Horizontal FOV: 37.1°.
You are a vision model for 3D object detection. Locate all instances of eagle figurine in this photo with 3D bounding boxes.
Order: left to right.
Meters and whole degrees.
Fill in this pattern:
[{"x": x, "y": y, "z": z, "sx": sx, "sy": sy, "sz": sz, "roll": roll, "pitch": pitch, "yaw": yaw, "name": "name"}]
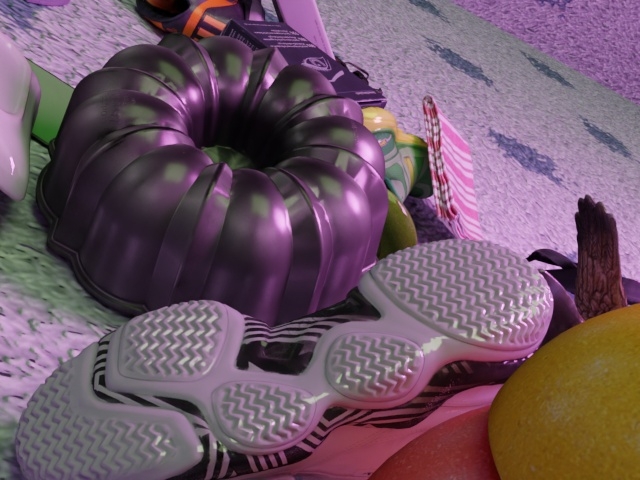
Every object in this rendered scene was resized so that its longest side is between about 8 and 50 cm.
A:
[{"x": 0.268, "y": 0.129, "z": 0.836, "sx": 0.298, "sy": 0.225, "sz": 0.226, "roll": 42, "pitch": -2, "yaw": 11, "name": "eagle figurine"}]

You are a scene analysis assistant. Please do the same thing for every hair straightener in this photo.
[{"x": 0.058, "y": -0.258, "z": 1.629, "sx": 0.089, "sy": 0.047, "sz": 0.230, "roll": 23, "pitch": 21, "yaw": -20, "name": "hair straightener"}]

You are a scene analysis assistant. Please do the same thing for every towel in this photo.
[{"x": 0.186, "y": -0.087, "z": 1.300, "sx": 0.144, "sy": 0.029, "sz": 0.197, "roll": 39, "pitch": 41, "yaw": -54, "name": "towel"}]

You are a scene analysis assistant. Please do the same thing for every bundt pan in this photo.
[{"x": -0.081, "y": -0.070, "z": 0.862, "sx": 0.330, "sy": 0.124, "sz": 0.331, "roll": 13, "pitch": 44, "yaw": -13, "name": "bundt pan"}]

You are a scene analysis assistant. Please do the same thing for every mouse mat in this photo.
[{"x": -0.326, "y": -0.165, "z": 1.022, "sx": 0.189, "sy": 0.007, "sz": 0.152, "roll": 32, "pitch": 24, "yaw": 2, "name": "mouse mat"}]

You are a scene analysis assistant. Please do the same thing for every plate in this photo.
[{"x": -0.346, "y": -0.183, "z": 0.827, "sx": 0.277, "sy": 0.045, "sz": 0.278, "roll": 44, "pitch": 10, "yaw": -28, "name": "plate"}]

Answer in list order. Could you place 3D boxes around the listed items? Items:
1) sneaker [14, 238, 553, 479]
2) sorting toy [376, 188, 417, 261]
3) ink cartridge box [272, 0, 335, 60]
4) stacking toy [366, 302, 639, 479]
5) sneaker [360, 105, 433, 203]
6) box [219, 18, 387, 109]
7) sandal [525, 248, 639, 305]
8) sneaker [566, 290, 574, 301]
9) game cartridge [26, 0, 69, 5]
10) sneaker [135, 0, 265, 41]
[{"x": -0.011, "y": 0.141, "z": 0.671, "sx": 0.365, "sy": 0.210, "sz": 0.137, "roll": -16, "pitch": 41, "yaw": -14, "name": "sneaker"}, {"x": 0.000, "y": 0.000, "z": 1.012, "sx": 0.365, "sy": 0.127, "sz": 0.126, "roll": 35, "pitch": 47, "yaw": 12, "name": "sorting toy"}, {"x": -0.048, "y": -0.378, "z": 1.499, "sx": 0.239, "sy": 0.060, "sz": 0.275, "roll": -114, "pitch": -177, "yaw": -63, "name": "ink cartridge box"}, {"x": 0.161, "y": 0.151, "z": 0.421, "sx": 0.350, "sy": 0.480, "sz": 0.351, "roll": 26, "pitch": 25, "yaw": -13, "name": "stacking toy"}, {"x": 0.077, "y": -0.092, "z": 1.266, "sx": 0.109, "sy": 0.124, "sz": 0.295, "roll": 9, "pitch": -5, "yaw": 27, "name": "sneaker"}, {"x": -0.037, "y": -0.206, "z": 1.322, "sx": 0.207, "sy": 0.108, "sz": 0.153, "roll": 40, "pitch": 25, "yaw": 17, "name": "box"}, {"x": 0.319, "y": 0.043, "z": 1.201, "sx": 0.097, "sy": 0.054, "sz": 0.254, "roll": 15, "pitch": -5, "yaw": -29, "name": "sandal"}, {"x": 0.297, "y": 0.109, "z": 1.097, "sx": 0.148, "sy": 0.131, "sz": 0.350, "roll": 45, "pitch": 26, "yaw": 28, "name": "sneaker"}, {"x": -0.375, "y": -0.335, "z": 1.276, "sx": 0.056, "sy": 0.017, "sz": 0.083, "roll": 42, "pitch": 26, "yaw": 12, "name": "game cartridge"}, {"x": -0.186, "y": -0.398, "z": 1.490, "sx": 0.180, "sy": 0.125, "sz": 0.321, "roll": 23, "pitch": 25, "yaw": -22, "name": "sneaker"}]
